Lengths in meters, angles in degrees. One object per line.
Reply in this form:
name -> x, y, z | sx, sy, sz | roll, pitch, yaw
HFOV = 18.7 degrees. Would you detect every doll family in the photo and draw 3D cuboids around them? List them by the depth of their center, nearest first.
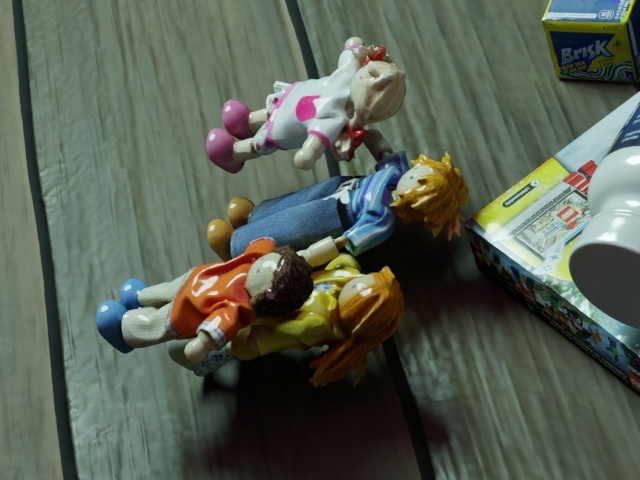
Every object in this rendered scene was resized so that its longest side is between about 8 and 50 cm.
doll family -> 0.000, 0.000, 1.148 | 0.163, 0.118, 0.263 | -13, 37, 37

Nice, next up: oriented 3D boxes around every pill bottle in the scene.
pill bottle -> 0.201, -0.035, 1.042 | 0.094, 0.094, 0.169 | 16, 55, 32

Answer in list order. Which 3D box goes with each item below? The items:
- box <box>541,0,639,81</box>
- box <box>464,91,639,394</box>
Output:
box -> 0.198, -0.181, 1.277 | 0.059, 0.054, 0.169 | 5, 51, 25
box -> 0.223, -0.025, 1.125 | 0.233, 0.044, 0.159 | -36, 46, -14
